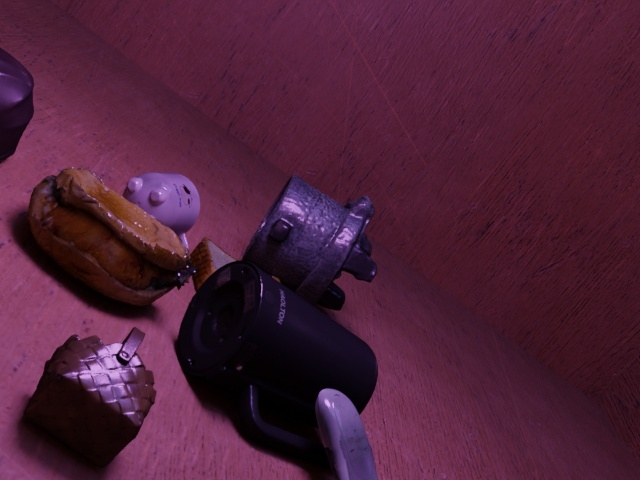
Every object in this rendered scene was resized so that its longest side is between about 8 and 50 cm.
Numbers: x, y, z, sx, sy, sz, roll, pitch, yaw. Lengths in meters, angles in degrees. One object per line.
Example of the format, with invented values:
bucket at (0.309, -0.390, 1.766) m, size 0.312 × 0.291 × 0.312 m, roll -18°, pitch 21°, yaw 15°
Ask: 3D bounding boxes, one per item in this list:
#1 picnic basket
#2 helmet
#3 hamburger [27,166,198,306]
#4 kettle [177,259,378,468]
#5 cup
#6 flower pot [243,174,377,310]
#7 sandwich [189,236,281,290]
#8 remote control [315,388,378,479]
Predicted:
picnic basket at (-0.272, 0.175, 1.199) m, size 0.137 × 0.128 × 0.178 m, roll 39°, pitch 28°, yaw -11°
helmet at (-0.646, -0.282, 1.726) m, size 0.305 × 0.177 × 0.225 m, roll 28°, pitch 17°, yaw -45°
hamburger at (-0.361, -0.001, 1.602) m, size 0.308 × 0.132 × 0.211 m, roll 38°, pitch 12°, yaw 3°
kettle at (-0.052, 0.204, 1.605) m, size 0.308 × 0.203 × 0.262 m, roll 34°, pitch 10°, yaw -34°
cup at (-0.338, -0.053, 1.964) m, size 0.134 × 0.174 × 0.142 m, roll 9°, pitch 5°, yaw 18°
flower pot at (0.000, 0.000, 2.297) m, size 0.282 × 0.299 × 0.299 m, roll 33°, pitch 12°, yaw -6°
sandwich at (-0.166, 0.095, 1.994) m, size 0.214 × 0.065 × 0.186 m, roll 33°, pitch 13°, yaw -23°
remote control at (0.056, 0.352, 1.514) m, size 0.097 × 0.045 × 0.256 m, roll -1°, pitch 66°, yaw -53°
